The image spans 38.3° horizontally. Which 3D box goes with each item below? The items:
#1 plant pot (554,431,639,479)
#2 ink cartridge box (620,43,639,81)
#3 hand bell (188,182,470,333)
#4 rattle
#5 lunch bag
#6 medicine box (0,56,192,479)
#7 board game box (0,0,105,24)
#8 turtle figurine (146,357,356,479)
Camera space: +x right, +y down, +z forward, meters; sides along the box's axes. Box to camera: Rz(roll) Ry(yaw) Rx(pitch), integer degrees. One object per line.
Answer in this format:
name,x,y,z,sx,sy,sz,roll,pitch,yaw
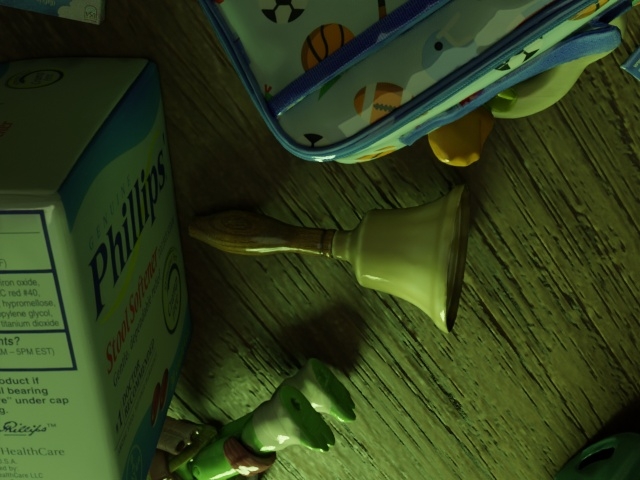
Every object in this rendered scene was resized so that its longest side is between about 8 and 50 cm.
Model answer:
plant pot,0.363,0.369,0.851,0.334,0.341,0.341,34,117,-4
ink cartridge box,0.412,-0.106,0.712,0.311,0.065,0.186,35,116,-12
hand bell,0.000,0.000,0.797,0.242,0.126,0.126,8,120,15
rattle,0.170,-0.147,0.667,0.200,0.143,0.130,-15,103,19
lunch bag,0.071,-0.197,0.600,0.303,0.115,0.243,-31,79,19
medicine box,-0.210,0.035,0.727,0.149,0.263,0.289,0,120,4
board game box,-0.212,-0.222,0.722,0.090,0.020,0.090,11,121,-1
turtle figurine,-0.076,0.255,0.885,0.266,0.274,0.198,-38,144,18
